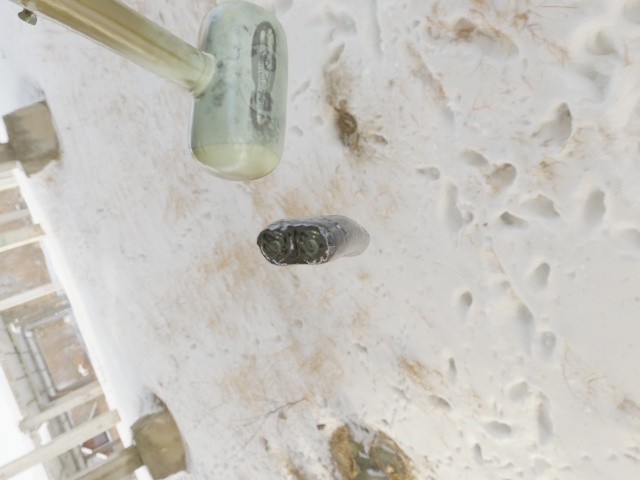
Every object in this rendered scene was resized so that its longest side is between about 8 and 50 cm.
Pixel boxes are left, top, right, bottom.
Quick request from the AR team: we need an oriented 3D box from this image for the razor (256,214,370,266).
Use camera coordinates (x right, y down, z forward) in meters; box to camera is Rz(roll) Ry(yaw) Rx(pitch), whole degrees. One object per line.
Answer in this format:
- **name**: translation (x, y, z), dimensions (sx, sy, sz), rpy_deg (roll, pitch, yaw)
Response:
- **razor**: translation (0.000, -0.004, 1.025), dimensions (0.189, 0.327, 0.107), rpy_deg (-1, 91, 20)

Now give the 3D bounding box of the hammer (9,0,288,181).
- **hammer**: translation (-0.158, -0.185, 0.446), dimensions (0.113, 0.305, 0.202), rpy_deg (-11, 73, 40)
